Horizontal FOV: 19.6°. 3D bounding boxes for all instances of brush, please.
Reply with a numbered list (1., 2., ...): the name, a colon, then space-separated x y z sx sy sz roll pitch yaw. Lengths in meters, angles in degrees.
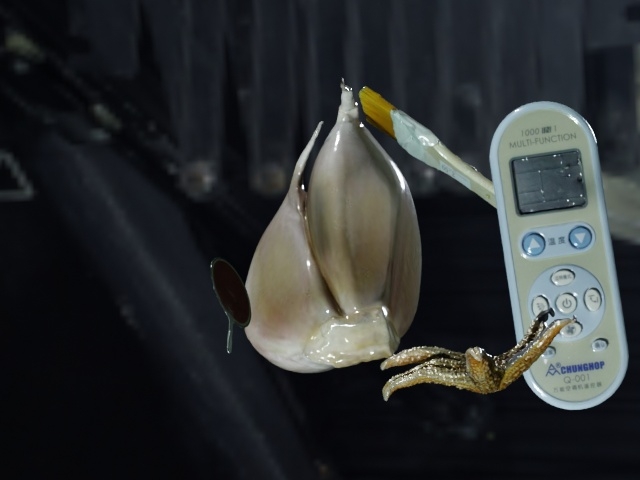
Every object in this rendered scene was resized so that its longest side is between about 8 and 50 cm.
1. brush: 0.177 -0.077 2.248 0.020 0.336 0.085 -47 -24 -15

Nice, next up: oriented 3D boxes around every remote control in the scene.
1. remote control: 0.188 0.012 1.466 0.047 0.087 0.244 12 -110 -81

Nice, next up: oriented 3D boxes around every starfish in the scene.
1. starfish: 0.119 0.076 1.208 0.130 0.133 0.041 -17 -87 -45

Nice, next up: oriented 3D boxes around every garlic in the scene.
1. garlic: 0.000 0.000 2.316 0.246 0.231 0.340 22 -121 -70

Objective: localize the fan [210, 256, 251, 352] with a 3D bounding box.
1. fan: -0.100 0.075 2.060 0.085 0.005 0.133 51 -155 -37
